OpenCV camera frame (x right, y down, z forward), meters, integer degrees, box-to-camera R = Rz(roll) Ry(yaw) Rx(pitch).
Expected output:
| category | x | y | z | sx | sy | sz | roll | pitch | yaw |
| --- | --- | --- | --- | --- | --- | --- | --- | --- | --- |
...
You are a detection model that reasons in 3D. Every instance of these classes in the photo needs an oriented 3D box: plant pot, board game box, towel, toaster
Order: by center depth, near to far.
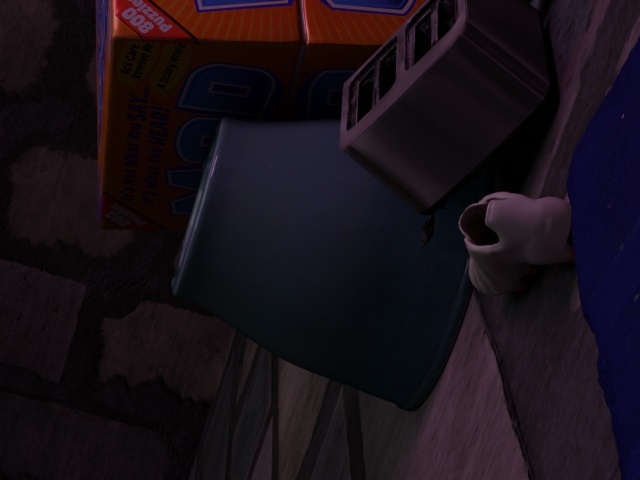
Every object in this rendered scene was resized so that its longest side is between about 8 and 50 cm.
| category | x | y | z | sx | sy | sz | roll | pitch | yaw |
| --- | --- | --- | --- | --- | --- | --- | --- | --- | --- |
| towel | 0.203 | -0.030 | 0.725 | 0.308 | 0.076 | 0.228 | -86 | 20 | -60 |
| toaster | 0.108 | -0.125 | 1.320 | 0.168 | 0.110 | 0.186 | -45 | 21 | 28 |
| plant pot | 0.000 | 0.000 | 1.481 | 0.271 | 0.255 | 0.272 | -164 | 90 | -83 |
| board game box | -0.057 | -0.248 | 1.660 | 0.356 | 0.356 | 0.357 | 107 | 160 | -59 |

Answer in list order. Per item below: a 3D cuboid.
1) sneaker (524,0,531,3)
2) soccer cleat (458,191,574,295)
| category | x | y | z | sx | sy | sz | roll | pitch | yaw |
| --- | --- | --- | --- | --- | --- | --- | --- | --- | --- |
| sneaker | 0.194 | -0.314 | 1.389 | 0.222 | 0.118 | 0.083 | -49 | 23 | -7 |
| soccer cleat | 0.135 | -0.003 | 1.149 | 0.196 | 0.076 | 0.068 | 135 | 150 | -77 |
